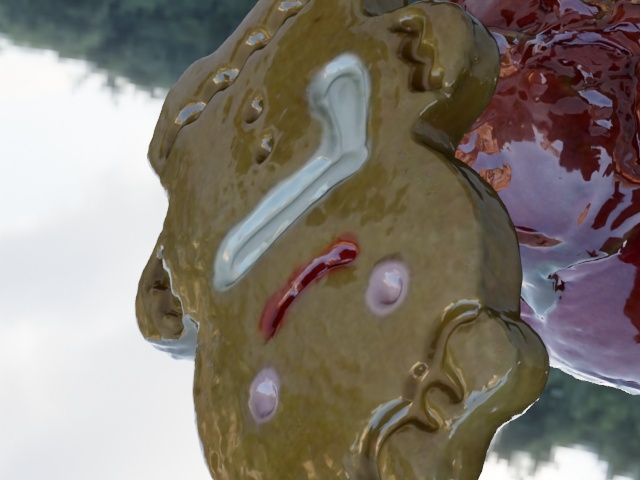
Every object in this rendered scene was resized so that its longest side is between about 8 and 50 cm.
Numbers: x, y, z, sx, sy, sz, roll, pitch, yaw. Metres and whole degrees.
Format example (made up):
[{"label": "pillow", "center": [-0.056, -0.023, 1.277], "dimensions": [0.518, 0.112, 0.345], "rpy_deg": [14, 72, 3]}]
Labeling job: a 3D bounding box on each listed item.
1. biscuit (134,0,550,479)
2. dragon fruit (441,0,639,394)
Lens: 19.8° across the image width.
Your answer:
[{"label": "biscuit", "center": [-0.002, -0.001, 0.652], "dimensions": [0.035, 0.184, 0.249], "rpy_deg": [24, -143, -37]}, {"label": "dragon fruit", "center": [0.177, -0.055, 0.946], "dimensions": [0.277, 0.343, 0.277], "rpy_deg": [-7, -136, 7]}]
